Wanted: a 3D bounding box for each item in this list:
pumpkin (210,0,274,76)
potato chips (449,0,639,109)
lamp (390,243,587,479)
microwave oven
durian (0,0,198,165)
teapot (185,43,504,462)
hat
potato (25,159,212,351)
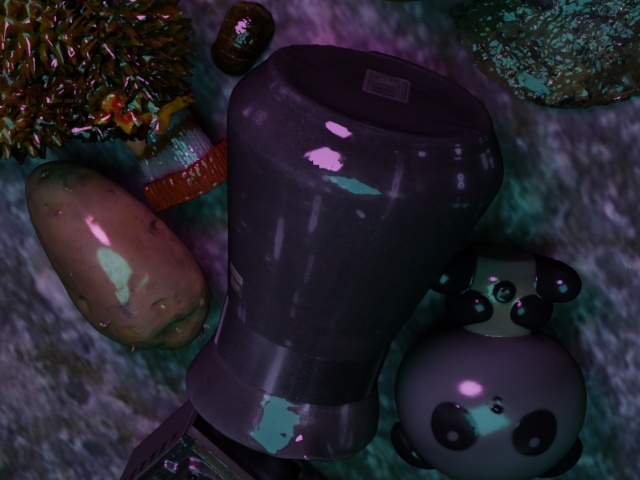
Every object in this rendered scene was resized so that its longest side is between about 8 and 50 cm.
[{"bbox_3d":[-0.079,-0.195,1.365,0.050,0.028,0.083,25,120,-5],"label":"pumpkin"},{"bbox_3d":[0.241,-0.214,1.306,0.220,0.029,0.202,-22,113,16],"label":"potato chips"},{"bbox_3d":[0.175,0.130,1.401,0.198,0.198,0.244,5,107,6],"label":"lamp"},{"bbox_3d":[-0.106,0.290,1.543,0.205,0.129,0.163,41,113,-10],"label":"microwave oven"},{"bbox_3d":[-0.263,-0.198,1.269,0.293,0.258,0.258,10,117,17],"label":"durian"},{"bbox_3d":[0.000,0.000,1.302,0.253,0.300,0.344,8,117,-21],"label":"teapot"},{"bbox_3d":[-0.157,-0.117,1.383,0.112,0.093,0.162,-18,107,48],"label":"hat"},{"bbox_3d":[-0.210,0.024,1.419,0.161,0.128,0.234,7,135,42],"label":"potato"}]
